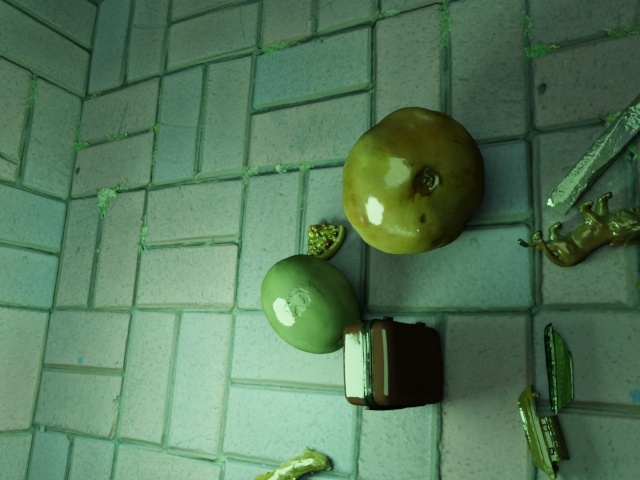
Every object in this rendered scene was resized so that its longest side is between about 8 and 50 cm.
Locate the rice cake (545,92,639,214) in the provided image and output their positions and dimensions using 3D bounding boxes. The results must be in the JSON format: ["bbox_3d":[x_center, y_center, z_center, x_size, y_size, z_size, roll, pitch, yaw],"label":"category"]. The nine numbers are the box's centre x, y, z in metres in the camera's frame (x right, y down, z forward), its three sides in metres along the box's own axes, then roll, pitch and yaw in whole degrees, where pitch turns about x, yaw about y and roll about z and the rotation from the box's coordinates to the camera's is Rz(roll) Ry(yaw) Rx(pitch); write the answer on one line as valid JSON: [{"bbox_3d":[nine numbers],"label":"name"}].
[{"bbox_3d":[0.742,-0.232,1.529,0.070,0.064,0.399,43,101,21],"label":"rice cake"}]

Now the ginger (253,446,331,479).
[{"bbox_3d":[-0.099,0.727,1.776,0.294,0.086,0.131,-35,41,14],"label":"ginger"}]

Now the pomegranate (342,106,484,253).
[{"bbox_3d":[0.250,-0.154,1.633,0.412,0.411,0.411,-8,74,29],"label":"pomegranate"}]

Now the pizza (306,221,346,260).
[{"bbox_3d":[0.000,0.000,1.917,0.134,0.046,0.175,42,100,31],"label":"pizza"}]

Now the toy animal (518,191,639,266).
[{"bbox_3d":[0.685,-0.014,1.494,0.312,0.097,0.157,-35,69,21],"label":"toy animal"}]

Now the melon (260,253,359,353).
[{"bbox_3d":[-0.028,0.193,1.757,0.268,0.268,0.330,-47,67,12],"label":"melon"}]

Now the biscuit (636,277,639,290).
[{"bbox_3d":[0.825,0.016,1.350,0.029,0.172,0.254,31,99,6],"label":"biscuit"}]

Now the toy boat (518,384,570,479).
[{"bbox_3d":[0.555,0.474,1.464,0.088,0.068,0.226,-17,67,21],"label":"toy boat"}]

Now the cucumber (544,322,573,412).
[{"bbox_3d":[0.599,0.319,1.479,0.046,0.070,0.220,153,120,-66],"label":"cucumber"}]

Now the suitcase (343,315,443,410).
[{"bbox_3d":[0.197,0.332,1.573,0.161,0.297,0.236,-12,71,36],"label":"suitcase"}]
